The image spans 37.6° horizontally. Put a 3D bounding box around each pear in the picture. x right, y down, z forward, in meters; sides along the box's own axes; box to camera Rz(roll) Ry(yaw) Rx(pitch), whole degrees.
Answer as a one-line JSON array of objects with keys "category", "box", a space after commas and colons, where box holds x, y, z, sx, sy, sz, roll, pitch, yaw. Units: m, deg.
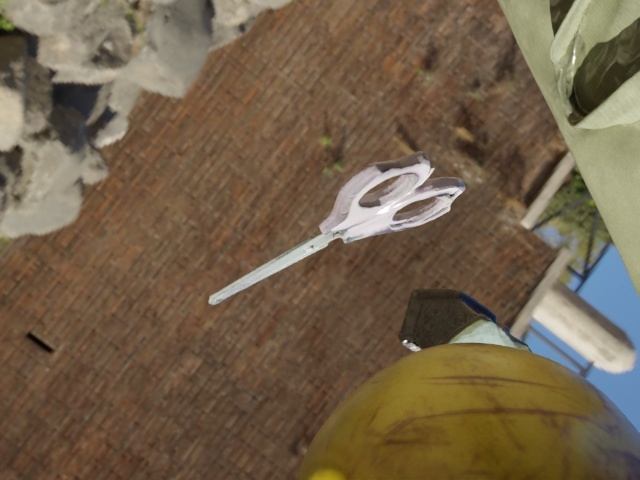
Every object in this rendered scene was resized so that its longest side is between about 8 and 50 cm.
[{"category": "pear", "box": [0.114, 0.209, 0.695, 0.281, 0.280, 0.281, -51, -174, 8]}]

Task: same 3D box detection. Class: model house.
[{"category": "model house", "box": [0.178, 0.128, 1.180, 0.106, 0.165, 0.152, -49, -153, 5]}]

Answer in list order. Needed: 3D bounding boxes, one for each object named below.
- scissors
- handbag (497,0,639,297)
[{"category": "scissors", "box": [0.000, 0.000, 0.597, 0.189, 0.015, 0.100, -30, 154, 24]}, {"category": "handbag", "box": [0.183, -0.096, 0.452, 0.109, 0.316, 0.253, -12, 155, -12]}]
